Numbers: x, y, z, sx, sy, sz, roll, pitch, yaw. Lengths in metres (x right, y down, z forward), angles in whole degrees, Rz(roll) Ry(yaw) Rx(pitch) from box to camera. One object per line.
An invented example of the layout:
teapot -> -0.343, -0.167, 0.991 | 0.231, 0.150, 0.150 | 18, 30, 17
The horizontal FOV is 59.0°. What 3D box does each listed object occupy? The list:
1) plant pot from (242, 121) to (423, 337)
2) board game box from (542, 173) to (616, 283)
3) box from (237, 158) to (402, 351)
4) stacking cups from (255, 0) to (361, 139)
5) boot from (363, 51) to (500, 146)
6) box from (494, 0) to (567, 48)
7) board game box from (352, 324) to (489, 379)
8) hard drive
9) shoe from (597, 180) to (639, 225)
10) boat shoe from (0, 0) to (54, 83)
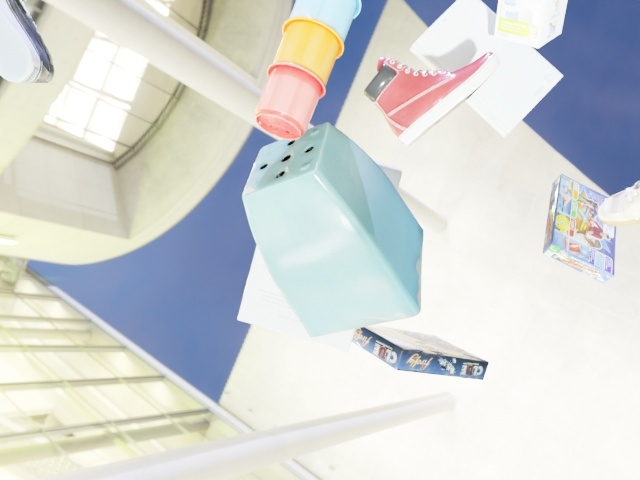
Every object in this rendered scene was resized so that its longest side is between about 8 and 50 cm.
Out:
plant pot -> 0.012, -0.020, 0.743 | 0.165, 0.234, 0.166 | -17, -142, 26
board game box -> 0.522, -0.028, 1.131 | 0.136, 0.035, 0.201 | 27, -126, -2
box -> 0.000, 0.000, 1.073 | 0.214, 0.168, 0.346 | 16, -80, 1
stacking cups -> 0.001, -0.278, 0.693 | 0.096, 0.096, 0.316 | 10, -109, 31
boot -> 0.212, -0.328, 1.113 | 0.244, 0.088, 0.176 | -37, -94, 8
box -> 0.455, -0.535, 1.203 | 0.114, 0.203, 0.103 | 31, -128, 34
board game box -> 0.197, 0.223, 1.144 | 0.165, 0.243, 0.042 | 22, -84, 57
hard drive -> 0.394, -0.423, 1.348 | 0.307, 0.040, 0.203 | 44, -97, 4
shoe -> 0.532, -0.086, 0.870 | 0.219, 0.058, 0.077 | -25, -154, 38
boat shoe -> -0.610, -0.441, 1.078 | 0.113, 0.105, 0.306 | -33, -86, 15
